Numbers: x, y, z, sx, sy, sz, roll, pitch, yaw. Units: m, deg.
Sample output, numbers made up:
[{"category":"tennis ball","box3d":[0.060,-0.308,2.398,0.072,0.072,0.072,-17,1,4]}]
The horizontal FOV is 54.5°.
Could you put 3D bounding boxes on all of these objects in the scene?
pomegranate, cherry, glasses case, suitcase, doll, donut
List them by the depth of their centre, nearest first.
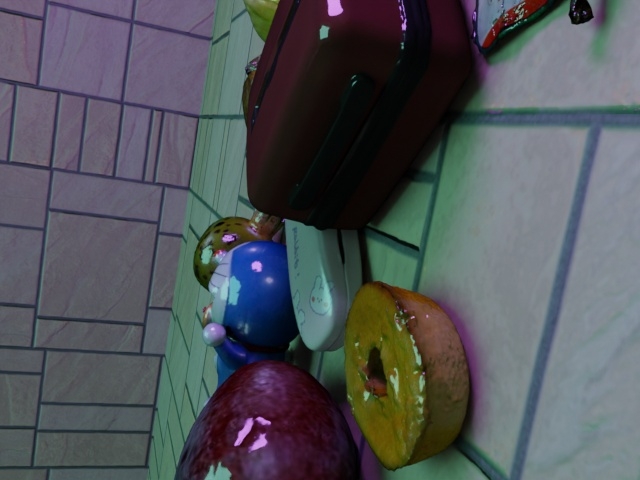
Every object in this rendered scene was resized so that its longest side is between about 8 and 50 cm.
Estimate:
[{"category":"donut","box3d":[0.078,0.123,0.577,0.178,0.065,0.162,-124,40,-60]},{"category":"suitcase","box3d":[0.023,-0.170,0.677,0.297,0.161,0.236,123,150,-50]},{"category":"cherry","box3d":[-0.064,0.261,0.714,0.300,0.202,0.230,-94,14,-51]},{"category":"glasses case","box3d":[0.000,0.000,0.811,0.113,0.075,0.297,123,147,-48]},{"category":"doll","box3d":[-0.097,0.127,0.905,0.215,0.161,0.257,13,-90,-69]},{"category":"pomegranate","box3d":[-0.134,0.015,1.089,0.205,0.159,0.159,-51,28,11]}]

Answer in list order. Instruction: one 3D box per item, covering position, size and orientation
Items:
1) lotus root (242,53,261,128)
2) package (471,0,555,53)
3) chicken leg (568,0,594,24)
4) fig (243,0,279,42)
[{"category":"lotus root","box3d":[-0.062,-0.193,0.980,0.120,0.120,0.210,-126,19,-62]},{"category":"package","box3d":[0.165,-0.290,0.510,0.166,0.040,0.232,153,120,-67]},{"category":"chicken leg","box3d":[0.169,-0.223,0.429,0.062,0.037,0.145,117,143,-67]},{"category":"fig","box3d":[-0.017,-0.323,0.877,0.257,0.159,0.159,-119,40,-48]}]
